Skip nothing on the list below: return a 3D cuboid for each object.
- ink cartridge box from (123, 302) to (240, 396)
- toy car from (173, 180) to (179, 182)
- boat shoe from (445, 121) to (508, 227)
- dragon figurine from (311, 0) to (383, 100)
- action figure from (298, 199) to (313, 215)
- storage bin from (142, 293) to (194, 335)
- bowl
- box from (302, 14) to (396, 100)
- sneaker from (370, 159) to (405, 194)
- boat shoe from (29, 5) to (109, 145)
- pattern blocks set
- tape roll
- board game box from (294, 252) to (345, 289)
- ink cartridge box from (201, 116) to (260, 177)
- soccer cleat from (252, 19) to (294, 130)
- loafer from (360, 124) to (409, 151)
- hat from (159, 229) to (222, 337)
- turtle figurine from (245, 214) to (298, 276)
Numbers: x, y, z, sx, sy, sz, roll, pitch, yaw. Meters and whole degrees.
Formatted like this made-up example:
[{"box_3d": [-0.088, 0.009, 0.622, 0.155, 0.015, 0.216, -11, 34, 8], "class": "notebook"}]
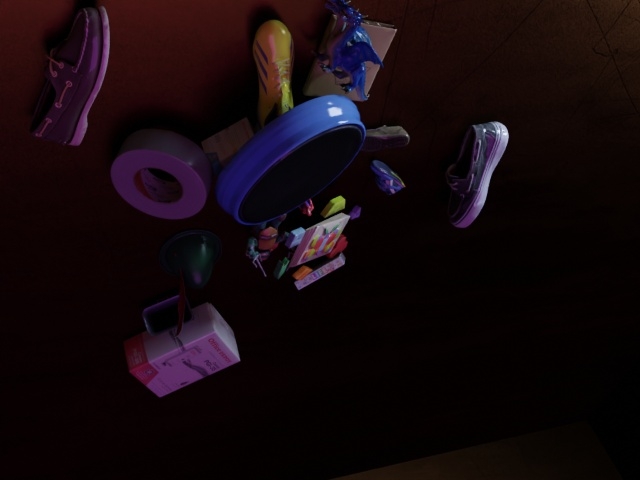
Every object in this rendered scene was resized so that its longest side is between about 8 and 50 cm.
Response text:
[{"box_3d": [-0.412, 0.330, 2.225, 0.283, 0.117, 0.207, -25, 141, 2], "class": "ink cartridge box"}, {"box_3d": [-0.324, -0.146, 1.768, 0.040, 0.060, 0.122, -39, 160, -34], "class": "toy car"}, {"box_3d": [0.402, -0.185, 2.055, 0.119, 0.121, 0.335, 3, 125, -18], "class": "boat shoe"}, {"box_3d": [0.080, -0.403, 1.610, 0.144, 0.085, 0.289, -36, 138, 17], "class": "dragon figurine"}, {"box_3d": [-0.044, -0.104, 1.905, 0.038, 0.115, 0.030, -30, 141, 7], "class": "action figure"}, {"box_3d": [-0.428, 0.211, 2.112, 0.135, 0.098, 0.091, -23, 169, -2], "class": "storage bin"}, {"box_3d": [-0.061, -0.175, 1.715, 0.391, 0.077, 0.391, -34, 166, -10], "class": "bowl"}, {"box_3d": [0.065, -0.409, 1.682, 0.164, 0.021, 0.201, 1, 135, -28], "class": "box"}, {"box_3d": [0.172, -0.165, 1.995, 0.059, 0.053, 0.144, -36, 139, 19], "class": "sneaker"}, {"box_3d": [-0.490, -0.316, 1.441, 0.096, 0.117, 0.324, 2, 141, -32], "class": "boat shoe"}, {"box_3d": [0.000, 0.000, 1.997, 0.324, 0.026, 0.285, -31, 153, -41], "class": "pattern blocks set"}, {"box_3d": [-0.354, -0.146, 1.666, 0.219, 0.072, 0.219, 7, 139, 6], "class": "tape roll"}, {"box_3d": [0.000, 0.087, 2.171, 0.154, 0.026, 0.103, -30, -174, 7], "class": "board game box"}, {"box_3d": [-0.188, -0.209, 1.730, 0.143, 0.092, 0.090, -27, 142, 6], "class": "ink cartridge box"}, {"box_3d": [-0.092, -0.338, 1.605, 0.093, 0.121, 0.289, -12, 141, -15], "class": "soccer cleat"}, {"box_3d": [0.150, -0.260, 1.878, 0.147, 0.050, 0.056, -1, 135, -3], "class": "loafer"}, {"box_3d": [-0.324, 0.106, 1.954, 0.172, 0.184, 0.209, -11, 140, -16], "class": "hat"}, {"box_3d": [-0.138, -0.009, 1.968, 0.175, 0.118, 0.234, -22, 136, -35], "class": "turtle figurine"}]
